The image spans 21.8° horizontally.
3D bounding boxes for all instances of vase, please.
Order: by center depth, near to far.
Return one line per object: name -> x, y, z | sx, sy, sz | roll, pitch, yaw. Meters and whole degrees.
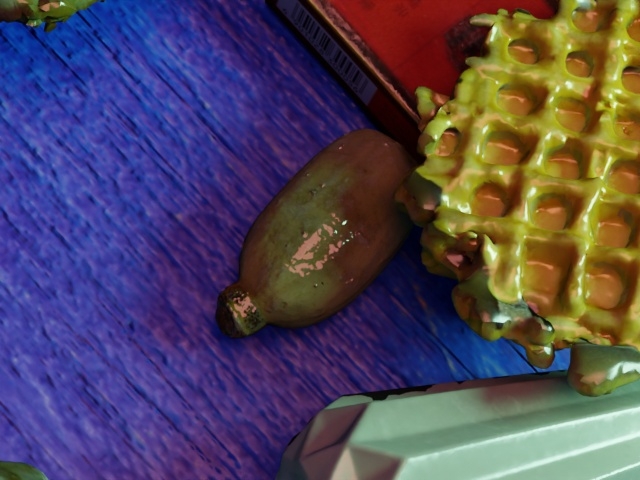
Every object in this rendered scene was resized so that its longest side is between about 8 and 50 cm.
vase -> 0.157, 0.147, 1.096 | 0.360, 0.165, 0.165 | -14, 77, -20

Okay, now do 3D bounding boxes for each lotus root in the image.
lotus root -> 0.000, 0.000, 1.139 | 0.090, 0.077, 0.183 | 44, 69, 4

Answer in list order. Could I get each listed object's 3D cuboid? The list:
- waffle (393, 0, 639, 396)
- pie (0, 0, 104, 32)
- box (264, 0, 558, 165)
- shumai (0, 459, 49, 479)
waffle -> 0.198, -0.038, 1.099 | 0.329, 0.062, 0.329 | 0, 62, 0
pie -> -0.203, -0.312, 1.157 | 0.288, 0.103, 0.354 | -14, 66, -26
box -> 0.095, -0.140, 1.204 | 0.153, 0.074, 0.240 | -39, 85, -23
shumai -> -0.181, 0.313, 0.929 | 0.288, 0.292, 0.330 | 36, 48, -7
